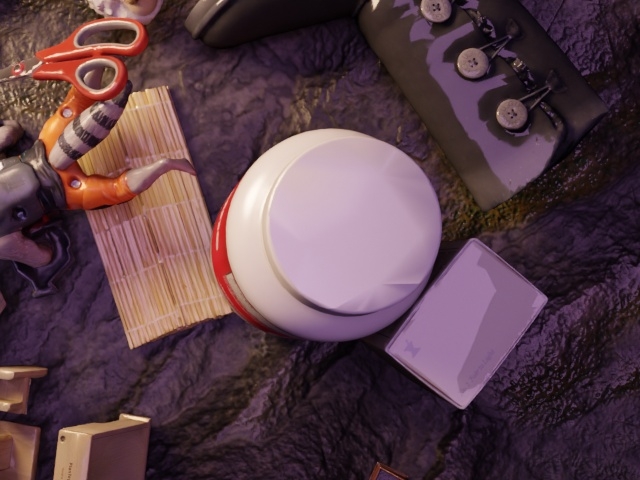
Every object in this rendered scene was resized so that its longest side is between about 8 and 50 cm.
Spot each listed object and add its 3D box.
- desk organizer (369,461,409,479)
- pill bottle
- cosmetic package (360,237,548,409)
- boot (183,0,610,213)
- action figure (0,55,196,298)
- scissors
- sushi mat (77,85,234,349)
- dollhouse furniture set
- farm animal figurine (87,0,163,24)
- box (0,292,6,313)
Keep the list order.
[{"bbox_3d":[0.070,0.360,1.450,0.047,0.050,0.130,26,87,-4],"label":"desk organizer"},{"bbox_3d":[0.000,0.000,1.264,0.229,0.408,0.229,1,85,-10],"label":"pill bottle"},{"bbox_3d":[0.142,0.091,1.331,0.113,0.309,0.160,39,87,-4],"label":"cosmetic package"},{"bbox_3d":[0.099,-0.218,1.428,0.367,0.146,0.445,-38,97,-3],"label":"boot"},{"bbox_3d":[-0.368,-0.115,1.357,0.330,0.178,0.341,-33,88,0],"label":"action figure"},{"bbox_3d":[-0.337,-0.211,1.323,0.297,0.021,0.109,2,69,25],"label":"scissors"},{"bbox_3d":[-0.223,-0.032,1.449,0.151,0.019,0.316,-18,90,-4],"label":"sushi mat"},{"bbox_3d":[-0.359,0.265,1.397,0.242,0.161,0.212,6,88,18],"label":"dollhouse furniture set"},{"bbox_3d":[-0.305,-0.462,1.387,0.327,0.172,0.330,25,79,-16],"label":"farm animal figurine"},{"bbox_3d":[-0.476,0.090,1.353,0.137,0.072,0.126,9,49,15],"label":"box"}]
